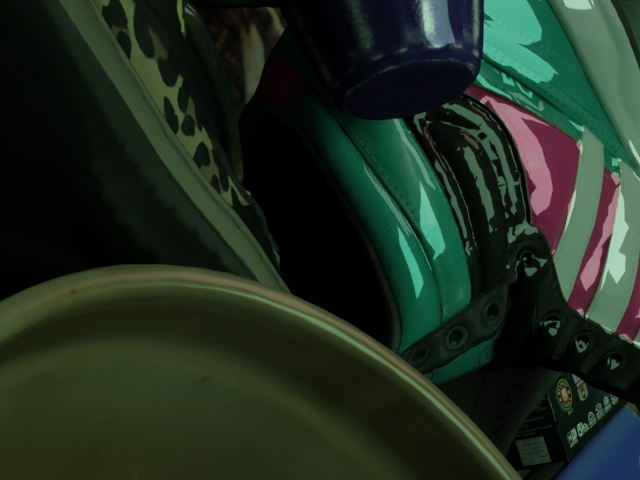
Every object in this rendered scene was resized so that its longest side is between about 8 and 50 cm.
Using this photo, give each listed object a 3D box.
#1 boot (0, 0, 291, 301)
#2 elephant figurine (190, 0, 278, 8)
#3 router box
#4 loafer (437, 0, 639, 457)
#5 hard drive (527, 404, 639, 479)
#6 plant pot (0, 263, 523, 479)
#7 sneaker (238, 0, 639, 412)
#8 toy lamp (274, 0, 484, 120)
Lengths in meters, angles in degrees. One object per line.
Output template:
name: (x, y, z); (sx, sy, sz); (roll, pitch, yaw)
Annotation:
boot: (-0.090, -0.088, 0.597); (0.377, 0.138, 0.284); (62, 19, -48)
elephant figurine: (-0.011, -0.218, 0.789); (0.186, 0.169, 0.239); (82, -1, -53)
router box: (0.122, 0.055, 0.982); (0.122, 0.038, 0.092); (-30, 102, -58)
loafer: (0.122, -0.011, 0.830); (0.112, 0.111, 0.320); (-12, 124, -83)
hard drive: (0.132, 0.232, 0.894); (0.210, 0.040, 0.318); (61, 33, -3)
plant pot: (-0.035, 0.133, 0.461); (0.237, 0.109, 0.237); (24, 46, -28)
sneaker: (0.067, 0.028, 0.693); (0.178, 0.124, 0.295); (-39, 106, -18)
toy lamp: (-0.002, -0.172, 0.630); (0.080, 0.080, 0.275); (17, 53, -54)
